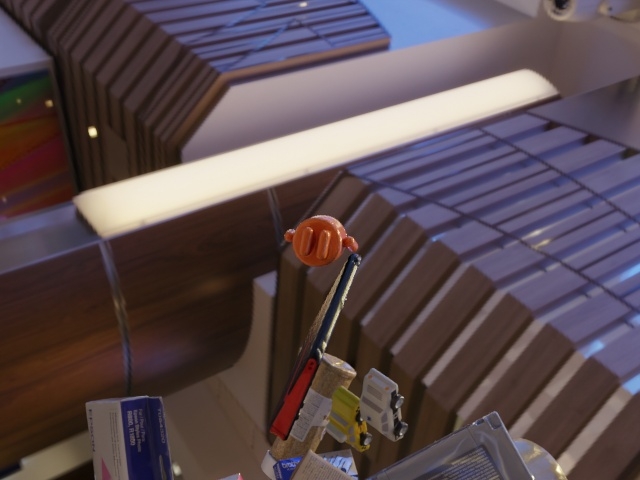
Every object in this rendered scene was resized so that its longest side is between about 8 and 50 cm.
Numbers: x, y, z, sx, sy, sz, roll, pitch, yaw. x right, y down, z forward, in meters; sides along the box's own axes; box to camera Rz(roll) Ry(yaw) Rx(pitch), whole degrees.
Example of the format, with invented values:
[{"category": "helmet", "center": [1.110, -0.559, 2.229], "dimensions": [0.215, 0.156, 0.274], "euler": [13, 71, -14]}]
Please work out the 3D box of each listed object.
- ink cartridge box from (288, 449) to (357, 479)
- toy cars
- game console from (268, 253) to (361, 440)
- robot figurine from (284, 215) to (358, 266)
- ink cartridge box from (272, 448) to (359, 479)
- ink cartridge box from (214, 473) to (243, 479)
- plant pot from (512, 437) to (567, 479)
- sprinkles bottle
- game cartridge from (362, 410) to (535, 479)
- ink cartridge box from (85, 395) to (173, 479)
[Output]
[{"category": "ink cartridge box", "center": [-0.005, 0.572, 1.547], "dimensions": [0.193, 0.235, 0.088], "euler": [33, -44, 4]}, {"category": "toy cars", "center": [0.096, 0.428, 1.860], "dimensions": [0.176, 0.087, 0.394], "euler": [53, -28, 6]}, {"category": "game console", "center": [-0.006, 0.258, 1.861], "dimensions": [0.060, 0.387, 0.342], "euler": [26, -49, -1]}, {"category": "robot figurine", "center": [0.002, 0.001, 1.964], "dimensions": [0.128, 0.158, 0.219], "euler": [62, 9, 0]}, {"category": "ink cartridge box", "center": [-0.009, 0.587, 1.933], "dimensions": [0.046, 0.207, 0.097], "euler": [-54, -134, 48]}, {"category": "ink cartridge box", "center": [-0.162, 0.496, 1.350], "dimensions": [0.063, 0.109, 0.151], "euler": [-70, 136, -68]}, {"category": "plant pot", "center": [0.359, 0.583, 1.678], "dimensions": [0.256, 0.274, 0.257], "euler": [6, -83, 55]}, {"category": "sprinkles bottle", "center": [-0.033, 0.486, 2.104], "dimensions": [0.121, 0.121, 0.356], "euler": [30, -86, 47]}, {"category": "game cartridge", "center": [0.244, 0.473, 1.436], "dimensions": [0.198, 0.297, 0.062], "euler": [61, 6, 6]}, {"category": "ink cartridge box", "center": [-0.406, 0.498, 1.645], "dimensions": [0.330, 0.071, 0.324], "euler": [-20, -103, 56]}]
